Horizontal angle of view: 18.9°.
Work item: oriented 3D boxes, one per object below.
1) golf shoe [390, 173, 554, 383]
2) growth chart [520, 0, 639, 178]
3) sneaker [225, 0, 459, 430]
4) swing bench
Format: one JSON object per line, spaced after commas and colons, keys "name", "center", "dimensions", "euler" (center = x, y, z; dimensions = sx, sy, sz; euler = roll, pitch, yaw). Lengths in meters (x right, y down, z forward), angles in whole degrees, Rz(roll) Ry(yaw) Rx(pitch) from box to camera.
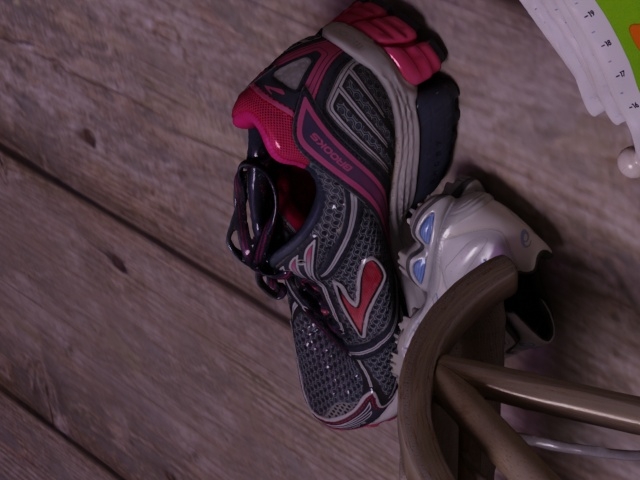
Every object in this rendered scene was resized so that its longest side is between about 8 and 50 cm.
{"name": "golf shoe", "center": [0.089, 0.051, 1.076], "dimensions": [0.086, 0.069, 0.176], "euler": [31, 143, 30]}
{"name": "growth chart", "center": [0.124, -0.137, 0.881], "dimensions": [0.237, 0.021, 0.172], "euler": [54, 150, 6]}
{"name": "sneaker", "center": [0.000, 0.000, 1.112], "dimensions": [0.121, 0.112, 0.299], "euler": [35, 145, 34]}
{"name": "swing bench", "center": [0.139, 0.187, 0.990], "dimensions": [0.254, 0.165, 0.253], "euler": [27, 142, 27]}
